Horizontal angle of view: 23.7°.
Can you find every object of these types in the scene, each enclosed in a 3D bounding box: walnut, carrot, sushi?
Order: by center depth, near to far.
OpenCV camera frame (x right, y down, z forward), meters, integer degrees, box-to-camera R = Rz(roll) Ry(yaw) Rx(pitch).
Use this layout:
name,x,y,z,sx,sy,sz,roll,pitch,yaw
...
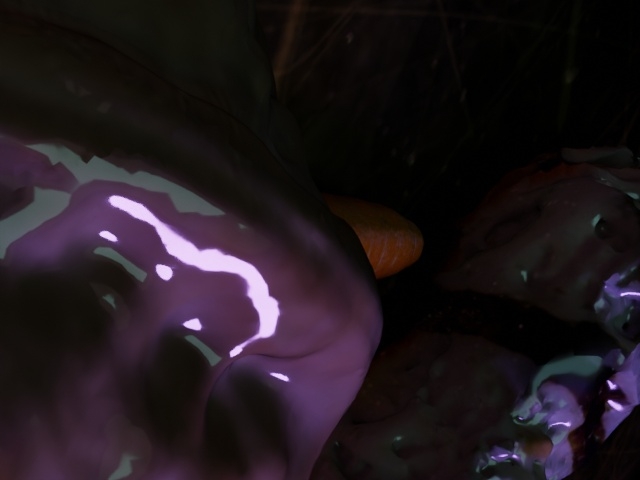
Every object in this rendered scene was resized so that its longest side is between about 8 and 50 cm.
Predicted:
name,x,y,z,sx,sy,sz,roll,pitch,yaw
walnut,-0.110,0.005,0.406,0.273,0.227,0.273,-31,135,-38
carrot,0.000,0.000,0.691,0.139,0.048,0.048,3,110,-54
sushi,0.097,0.074,0.780,0.332,0.130,0.124,-50,142,-17
